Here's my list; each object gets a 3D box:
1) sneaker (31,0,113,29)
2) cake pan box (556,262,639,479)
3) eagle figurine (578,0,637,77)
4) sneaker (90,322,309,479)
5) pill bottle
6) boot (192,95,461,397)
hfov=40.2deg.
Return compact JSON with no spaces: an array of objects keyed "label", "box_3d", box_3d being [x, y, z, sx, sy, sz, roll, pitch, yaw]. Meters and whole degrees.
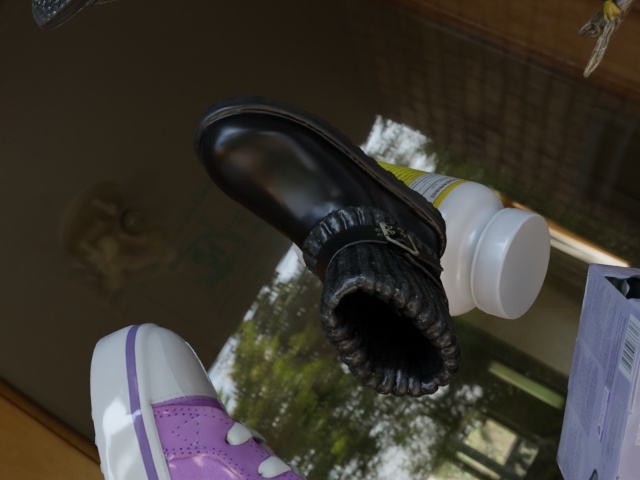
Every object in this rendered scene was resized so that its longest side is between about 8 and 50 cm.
[{"label":"sneaker","box_3d":[-0.369,-0.452,1.501,0.286,0.109,0.130,-37,-29,9]},{"label":"cake pan box","box_3d":[0.317,0.166,0.917,0.246,0.070,0.266,-71,-12,-80]},{"label":"eagle figurine","box_3d":[0.312,-0.405,1.152,0.226,0.298,0.225,-63,11,-26]},{"label":"sneaker","box_3d":[0.014,0.141,0.391,0.161,0.282,0.102,-29,-13,0]},{"label":"pill bottle","box_3d":[0.138,-0.003,1.225,0.188,0.334,0.187,-24,-58,-45]},{"label":"boot","box_3d":[0.003,-0.002,0.939,0.131,0.348,0.260,-56,13,33]}]
